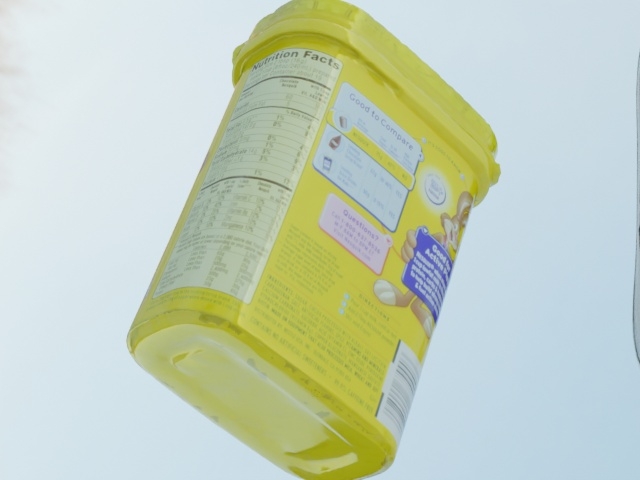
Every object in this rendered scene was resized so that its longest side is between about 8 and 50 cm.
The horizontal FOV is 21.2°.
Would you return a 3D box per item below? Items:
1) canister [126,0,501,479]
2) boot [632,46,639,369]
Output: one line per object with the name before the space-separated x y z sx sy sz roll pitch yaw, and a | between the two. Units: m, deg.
canister | 0.000 0.000 0.709 0.073 0.126 0.170 -24 -145 44
boot | 0.259 -0.044 0.900 0.088 0.176 0.244 -91 180 -73
